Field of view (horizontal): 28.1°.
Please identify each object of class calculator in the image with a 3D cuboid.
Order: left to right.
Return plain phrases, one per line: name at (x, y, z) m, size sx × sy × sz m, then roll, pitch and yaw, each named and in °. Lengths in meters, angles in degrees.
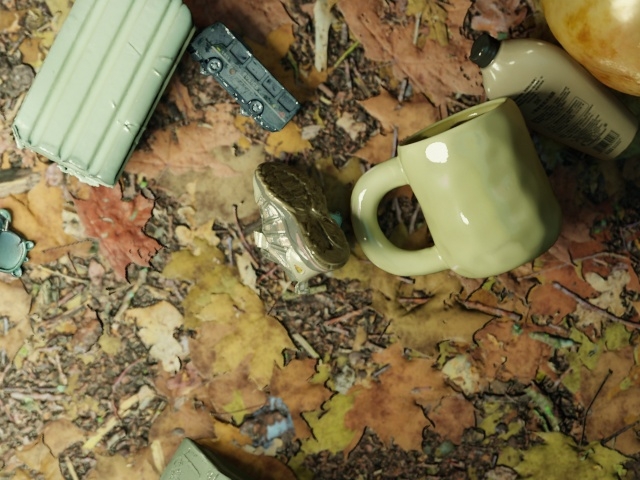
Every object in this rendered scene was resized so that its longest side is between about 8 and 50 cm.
calculator at (-0.432, -0.004, 1.612) m, size 0.141 × 0.019 × 0.094 m, roll 28°, pitch 88°, yaw -17°

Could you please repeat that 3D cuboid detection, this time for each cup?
cup at (0.180, -0.049, 1.694) m, size 0.255 × 0.173 × 0.202 m, roll -26°, pitch 99°, yaw -12°

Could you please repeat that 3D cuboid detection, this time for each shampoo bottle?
shampoo bottle at (0.313, -0.202, 1.754) m, size 0.257 × 0.127 × 0.078 m, roll 29°, pitch 44°, yaw -20°

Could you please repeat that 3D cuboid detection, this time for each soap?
soap at (-0.272, -0.205, 1.606) m, size 0.150 × 0.094 × 0.261 m, roll 27°, pitch 88°, yaw -10°

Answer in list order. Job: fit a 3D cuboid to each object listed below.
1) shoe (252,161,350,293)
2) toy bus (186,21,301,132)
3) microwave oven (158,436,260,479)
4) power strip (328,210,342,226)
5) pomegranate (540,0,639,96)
shoe at (-0.037, -0.017, 1.684) m, size 0.089 × 0.092 × 0.180 m, roll -13°, pitch 62°, yaw -44°
toy bus at (-0.101, -0.213, 1.671) m, size 0.166 × 0.047 × 0.065 m, roll 45°, pitch 78°, yaw -15°
microwave oven at (-0.155, 0.433, 1.609) m, size 0.181 × 0.237 × 0.295 m, roll 33°, pitch 84°, yaw -15°
power strip at (0.000, 0.000, 1.730) m, size 0.040 × 0.016 × 0.090 m, roll 18°, pitch 90°, yaw -16°
pomegranate at (0.483, -0.363, 1.635) m, size 0.411 × 0.411 × 0.412 m, roll -1°, pitch 95°, yaw -15°
